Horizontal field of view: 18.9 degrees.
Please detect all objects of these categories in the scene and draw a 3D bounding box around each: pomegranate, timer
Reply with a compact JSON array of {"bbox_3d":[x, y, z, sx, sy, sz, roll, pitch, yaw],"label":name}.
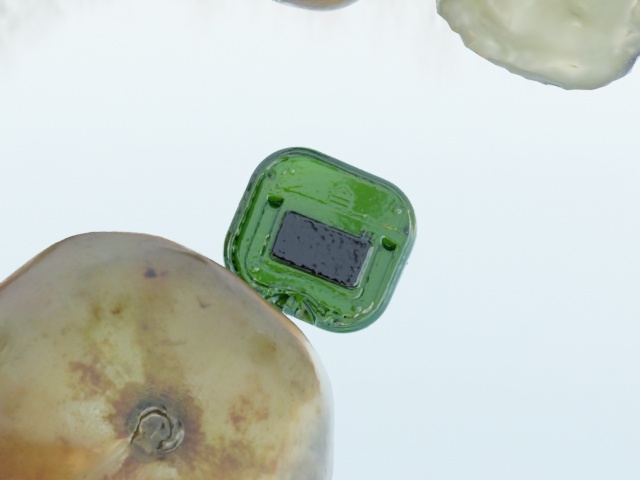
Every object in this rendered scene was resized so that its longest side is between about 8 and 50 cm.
[{"bbox_3d":[-0.125,0.119,1.196,0.252,0.229,0.270,32,165,-15],"label":"pomegranate"},{"bbox_3d":[0.000,0.000,1.493,0.140,0.128,0.047,23,178,3],"label":"timer"}]

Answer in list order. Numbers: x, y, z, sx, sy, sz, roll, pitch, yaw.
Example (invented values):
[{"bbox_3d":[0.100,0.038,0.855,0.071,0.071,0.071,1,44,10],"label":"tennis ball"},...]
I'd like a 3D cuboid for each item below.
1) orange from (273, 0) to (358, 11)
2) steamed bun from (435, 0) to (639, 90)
[{"bbox_3d":[0.004,-0.250,1.506,0.156,0.124,0.156,-35,-153,21],"label":"orange"},{"bbox_3d":[0.056,-0.187,0.428,0.137,0.295,0.292,28,166,-25],"label":"steamed bun"}]
